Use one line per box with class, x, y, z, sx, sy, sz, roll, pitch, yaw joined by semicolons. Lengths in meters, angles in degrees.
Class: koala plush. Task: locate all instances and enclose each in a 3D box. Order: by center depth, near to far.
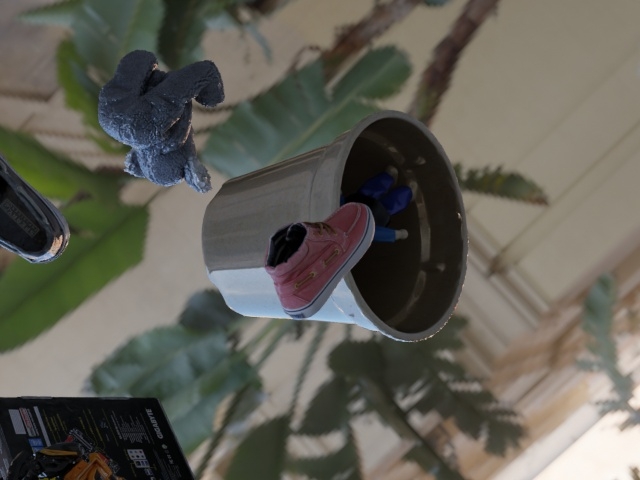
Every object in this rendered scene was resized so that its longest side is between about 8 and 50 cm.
koala plush;-0.277;-0.181;2.506;0.196;0.203;0.221;13;137;23

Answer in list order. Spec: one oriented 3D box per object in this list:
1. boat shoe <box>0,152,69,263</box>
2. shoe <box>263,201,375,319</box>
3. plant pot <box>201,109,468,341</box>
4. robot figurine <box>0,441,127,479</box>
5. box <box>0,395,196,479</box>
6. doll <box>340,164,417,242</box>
boat shoe;-0.471;-0.080;1.934;0.306;0.113;0.105;45;-179;3
shoe;0.000;0.000;1.629;0.063;0.178;0.081;5;135;36
plant pot;0.004;-0.004;2.161;0.334;0.305;0.334;14;-107;-50
robot figurine;-0.284;0.341;1.513;0.211;0.085;0.291;52;-134;-8
box;-0.281;0.339;1.876;0.257;0.079;0.322;3;-141;-35
doll;0.075;-0.039;2.120;0.129;0.046;0.189;36;-135;13
